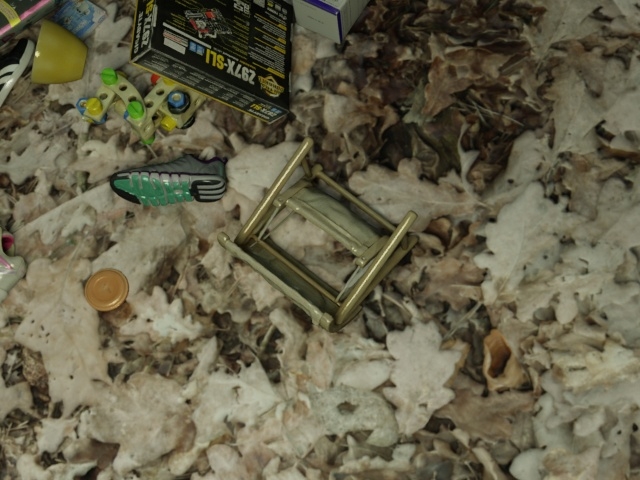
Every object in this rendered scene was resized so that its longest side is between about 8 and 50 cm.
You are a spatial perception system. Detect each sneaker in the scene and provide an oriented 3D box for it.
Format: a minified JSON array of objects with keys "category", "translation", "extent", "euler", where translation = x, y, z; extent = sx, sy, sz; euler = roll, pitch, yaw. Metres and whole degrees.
[{"category":"sneaker","translation":[-0.291,-0.125,1.556],"extent":[0.224,0.083,0.098],"euler":[3,49,1]},{"category":"sneaker","translation":[-0.682,-0.347,1.626],"extent":[0.121,0.079,0.216],"euler":[33,71,-29]},{"category":"sneaker","translation":[-0.644,0.005,1.516],"extent":[0.111,0.103,0.252],"euler":[-39,78,-14]}]

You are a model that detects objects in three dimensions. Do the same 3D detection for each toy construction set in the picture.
[{"category":"toy construction set","translation":[-0.321,-0.334,1.596],"extent":[0.215,0.151,0.327],"euler":[32,86,15]}]

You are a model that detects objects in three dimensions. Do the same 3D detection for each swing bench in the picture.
[{"category":"swing bench","translation":[0.000,0.000,1.432],"extent":[0.253,0.165,0.254],"euler":[38,82,16]}]

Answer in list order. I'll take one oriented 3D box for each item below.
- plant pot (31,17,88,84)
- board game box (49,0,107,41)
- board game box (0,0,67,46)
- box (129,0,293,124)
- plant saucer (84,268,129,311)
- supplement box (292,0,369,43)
[{"category":"plant pot","translation":[-0.531,-0.377,1.640],"extent":[0.095,0.134,0.134],"euler":[12,69,-18]},{"category":"board game box","translation":[-0.523,-0.479,1.724],"extent":[0.090,0.020,0.090],"euler":[34,75,15]},{"category":"board game box","translation":[-0.712,-0.515,1.647],"extent":[0.303,0.097,0.224],"euler":[-37,105,-4]},{"category":"box","translation":[-0.196,-0.399,1.530],"extent":[0.079,0.322,0.257],"euler":[-18,63,45]},{"category":"plant saucer","translation":[-0.403,0.092,1.503],"extent":[0.084,0.013,0.083],"euler":[-1,70,4]},{"category":"supplement box","translation":[0.046,-0.538,1.653],"extent":[0.111,0.114,0.220],"euler":[29,75,14]}]
